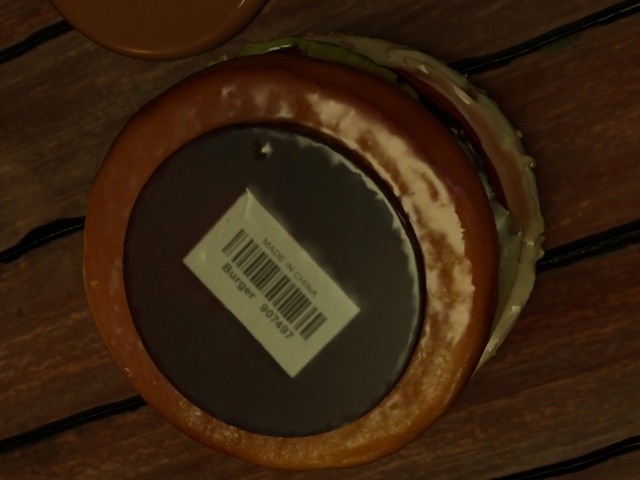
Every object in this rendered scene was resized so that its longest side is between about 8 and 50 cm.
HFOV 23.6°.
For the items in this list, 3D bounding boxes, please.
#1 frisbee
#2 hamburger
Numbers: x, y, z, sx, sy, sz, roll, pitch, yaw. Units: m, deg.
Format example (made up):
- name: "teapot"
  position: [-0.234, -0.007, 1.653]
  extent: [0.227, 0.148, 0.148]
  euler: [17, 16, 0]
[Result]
- name: "frisbee"
  position: [-0.143, -0.274, 1.278]
  extent: [0.250, 0.021, 0.251]
  euler: [4, 104, 16]
- name: "hamburger"
  position: [0.000, 0.000, 1.173]
  extent: [0.330, 0.250, 0.330]
  euler: [5, 104, 21]
